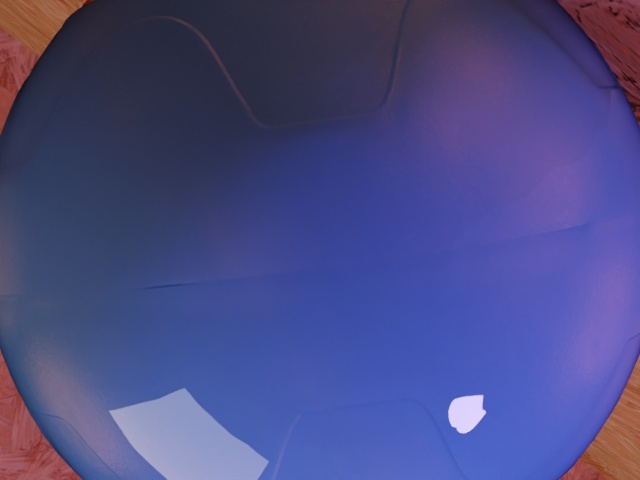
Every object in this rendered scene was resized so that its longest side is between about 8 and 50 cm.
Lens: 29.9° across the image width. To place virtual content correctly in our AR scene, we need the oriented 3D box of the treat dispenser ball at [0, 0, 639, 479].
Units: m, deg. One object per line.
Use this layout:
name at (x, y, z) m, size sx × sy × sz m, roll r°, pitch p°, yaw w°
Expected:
treat dispenser ball at (0.000, 0.000, 0.530) m, size 0.288 × 0.288 × 0.288 m, roll 35°, pitch 174°, yaw 4°
